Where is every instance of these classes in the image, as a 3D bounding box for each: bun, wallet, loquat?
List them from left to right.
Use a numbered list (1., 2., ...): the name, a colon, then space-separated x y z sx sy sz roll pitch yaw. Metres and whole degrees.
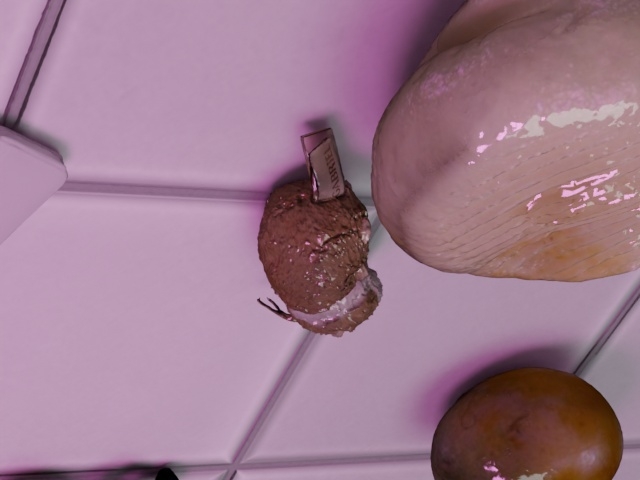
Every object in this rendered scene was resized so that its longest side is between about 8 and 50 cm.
1. wallet: -0.294 -0.018 1.330 0.190 0.033 0.095 -43 138 19
2. loquat: 0.228 0.230 1.819 0.227 0.179 0.179 -3 136 -34
3. bun: 0.206 -0.112 1.369 0.365 0.219 0.365 -10 153 -5

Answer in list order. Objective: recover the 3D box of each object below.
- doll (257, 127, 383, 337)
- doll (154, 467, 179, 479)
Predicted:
1. doll: 0.000 0.003 1.468 0.115 0.105 0.221 -11 142 -9
2. doll: -0.264 0.293 1.676 0.249 0.088 0.127 -13 121 -32
